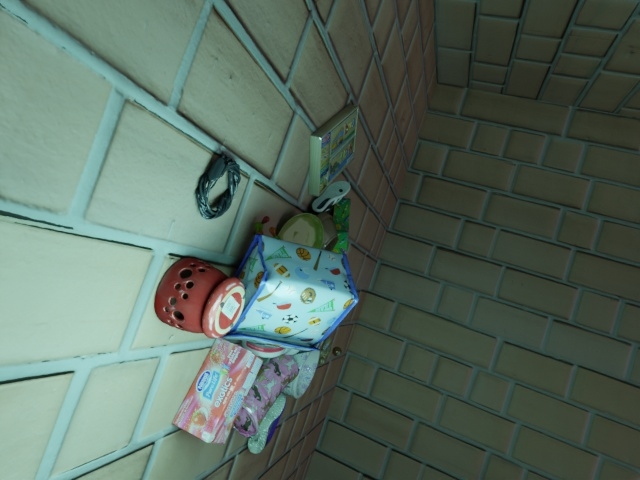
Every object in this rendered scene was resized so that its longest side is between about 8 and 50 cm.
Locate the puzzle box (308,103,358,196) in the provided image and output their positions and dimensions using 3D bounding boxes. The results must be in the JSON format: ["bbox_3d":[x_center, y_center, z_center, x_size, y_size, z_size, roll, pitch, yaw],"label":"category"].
[{"bbox_3d":[0.063,-0.405,1.863,0.409,0.052,0.272,-52,152,-46],"label":"puzzle box"}]

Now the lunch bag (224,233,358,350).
[{"bbox_3d":[-0.120,0.209,1.337,0.385,0.327,0.239,-53,-147,35],"label":"lunch bag"}]

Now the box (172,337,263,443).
[{"bbox_3d":[-0.332,0.500,1.418,0.154,0.142,0.300,69,42,-62],"label":"box"}]

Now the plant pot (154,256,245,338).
[{"bbox_3d":[-0.310,0.160,1.126,0.191,0.174,0.191,-53,154,-40],"label":"plant pot"}]

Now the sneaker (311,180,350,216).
[{"bbox_3d":[0.039,-0.179,1.914,0.217,0.079,0.121,-37,165,-21],"label":"sneaker"}]

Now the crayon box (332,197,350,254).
[{"bbox_3d":[0.101,-0.065,2.104,0.278,0.081,0.165,-82,175,-49],"label":"crayon box"}]

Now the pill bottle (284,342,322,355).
[{"bbox_3d":[-0.112,0.440,1.929,0.264,0.153,0.153,10,98,-57],"label":"pill bottle"}]

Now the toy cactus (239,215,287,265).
[{"bbox_3d":[-0.188,0.045,1.436,0.219,0.180,0.112,61,-1,-12],"label":"toy cactus"}]

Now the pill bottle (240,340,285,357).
[{"bbox_3d":[-0.182,0.251,1.565,0.176,0.176,0.319,-21,127,-67],"label":"pill bottle"}]

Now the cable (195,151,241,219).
[{"bbox_3d":[-0.278,-0.139,1.157,0.150,0.047,0.185,67,41,-70],"label":"cable"}]

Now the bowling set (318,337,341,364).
[{"bbox_3d":[0.007,0.646,2.460,0.154,0.199,0.287,-56,152,-37],"label":"bowling set"}]

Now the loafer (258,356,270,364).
[{"bbox_3d":[-0.211,0.391,1.741,0.087,0.094,0.251,-16,122,-63],"label":"loafer"}]

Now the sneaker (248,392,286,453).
[{"bbox_3d":[-0.256,0.888,2.085,0.293,0.102,0.146,-61,163,-17],"label":"sneaker"}]

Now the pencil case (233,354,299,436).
[{"bbox_3d":[-0.239,0.640,1.802,0.160,0.167,0.386,-46,177,32],"label":"pencil case"}]

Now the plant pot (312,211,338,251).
[{"bbox_3d":[0.000,0.000,1.866,0.237,0.109,0.237,-46,161,-21],"label":"plant pot"}]

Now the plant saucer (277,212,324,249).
[{"bbox_3d":[-0.090,0.001,1.697,0.240,0.037,0.241,-19,121,-34],"label":"plant saucer"}]

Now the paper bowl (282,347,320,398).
[{"bbox_3d":[-0.124,0.630,2.130,0.284,0.148,0.284,-55,155,-41],"label":"paper bowl"}]
